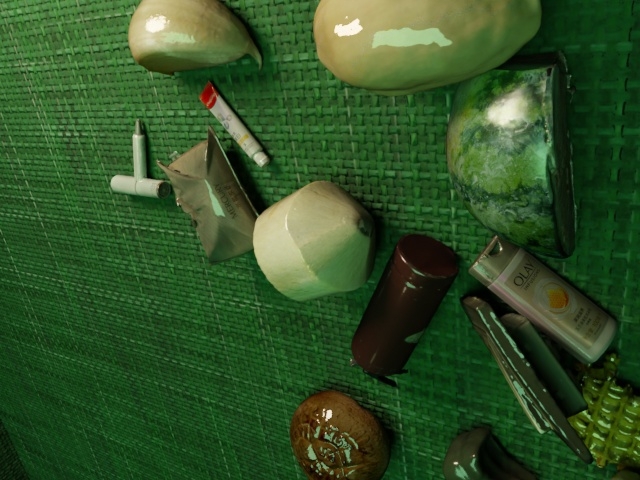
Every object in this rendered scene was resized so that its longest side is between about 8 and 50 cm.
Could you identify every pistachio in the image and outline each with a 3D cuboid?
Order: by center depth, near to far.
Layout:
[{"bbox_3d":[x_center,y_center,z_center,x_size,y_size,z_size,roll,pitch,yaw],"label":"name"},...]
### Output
[{"bbox_3d":[0.130,-0.293,0.753,0.299,0.187,0.187,-8,111,26],"label":"pistachio"}]

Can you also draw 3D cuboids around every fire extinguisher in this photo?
[{"bbox_3d":[0.143,0.151,1.044,0.136,0.114,0.337,16,127,-7],"label":"fire extinguisher"}]

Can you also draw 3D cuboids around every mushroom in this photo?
[{"bbox_3d":[0.037,0.451,1.260,0.253,0.153,0.253,16,116,35],"label":"mushroom"}]

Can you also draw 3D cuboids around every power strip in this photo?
[{"bbox_3d":[0.318,0.184,0.875,0.092,0.251,0.257,-34,84,10],"label":"power strip"}]

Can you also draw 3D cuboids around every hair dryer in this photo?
[{"bbox_3d":[-0.413,-0.188,1.272,0.155,0.044,0.183,8,114,29],"label":"hair dryer"}]

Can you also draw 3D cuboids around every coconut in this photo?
[{"bbox_3d":[0.000,0.000,0.995,0.222,0.202,0.202,-21,103,41],"label":"coconut"}]

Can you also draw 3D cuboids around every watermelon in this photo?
[{"bbox_3d":[0.284,-0.095,0.801,0.224,0.180,0.305,-128,20,-64],"label":"watermelon"}]

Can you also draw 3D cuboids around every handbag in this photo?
[{"bbox_3d":[-0.213,-0.074,1.148,0.183,0.117,0.270,-24,101,26],"label":"handbag"}]

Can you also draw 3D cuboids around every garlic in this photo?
[{"bbox_3d":[-0.234,-0.361,1.010,0.245,0.145,0.164,9,152,28],"label":"garlic"}]

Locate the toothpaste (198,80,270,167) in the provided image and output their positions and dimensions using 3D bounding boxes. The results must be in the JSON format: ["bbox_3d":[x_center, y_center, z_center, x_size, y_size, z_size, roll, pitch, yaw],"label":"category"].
[{"bbox_3d":[-0.164,-0.218,1.093,0.190,0.031,0.048,50,134,3],"label":"toothpaste"}]

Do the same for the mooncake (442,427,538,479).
[{"bbox_3d":[0.325,0.452,1.098,0.175,0.104,0.168,16,117,22],"label":"mooncake"}]

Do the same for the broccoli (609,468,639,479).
[{"bbox_3d":[0.574,0.494,0.828,0.338,0.317,0.277,29,89,-17],"label":"broccoli"}]

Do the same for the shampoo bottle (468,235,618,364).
[{"bbox_3d":[0.345,0.088,0.890,0.227,0.086,0.056,40,158,9],"label":"shampoo bottle"}]

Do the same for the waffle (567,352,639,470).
[{"bbox_3d":[0.491,0.291,0.933,0.228,0.051,0.231,48,132,-3],"label":"waffle"}]
